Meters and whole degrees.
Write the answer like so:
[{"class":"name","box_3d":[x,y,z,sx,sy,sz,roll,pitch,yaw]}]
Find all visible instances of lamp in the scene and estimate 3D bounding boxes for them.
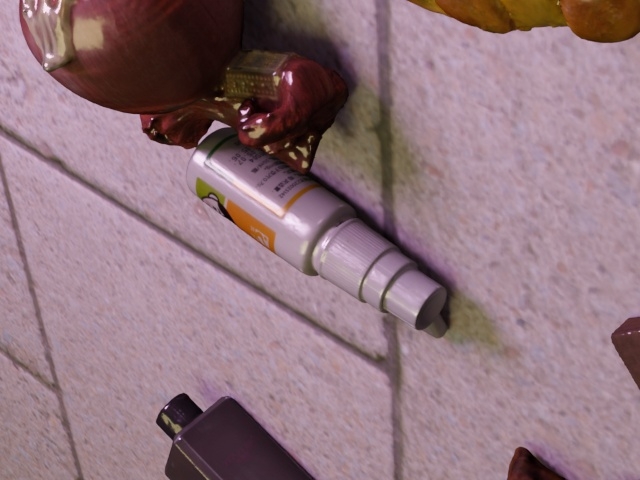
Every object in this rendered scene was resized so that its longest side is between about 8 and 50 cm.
[{"class":"lamp","box_3d":[-0.103,-0.154,0.967,0.223,0.151,0.215,26,174,-43]}]

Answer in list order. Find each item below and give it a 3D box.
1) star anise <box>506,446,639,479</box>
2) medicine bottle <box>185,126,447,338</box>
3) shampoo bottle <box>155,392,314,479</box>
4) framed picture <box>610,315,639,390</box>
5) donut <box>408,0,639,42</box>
[{"class":"star anise","box_3d":[0.185,0.249,1.012,0.196,0.111,0.212,43,154,29]},{"class":"medicine bottle","box_3d":[0.000,0.000,1.051,0.220,0.061,0.092,35,168,27]},{"class":"shampoo bottle","box_3d":[-0.059,0.240,1.332,0.246,0.080,0.079,43,145,16]},{"class":"framed picture","box_3d":[0.263,0.094,0.827,0.168,0.023,0.128,-17,107,57]},{"class":"donut","box_3d":[0.091,-0.199,0.658,0.226,0.114,0.226,31,148,22]}]
